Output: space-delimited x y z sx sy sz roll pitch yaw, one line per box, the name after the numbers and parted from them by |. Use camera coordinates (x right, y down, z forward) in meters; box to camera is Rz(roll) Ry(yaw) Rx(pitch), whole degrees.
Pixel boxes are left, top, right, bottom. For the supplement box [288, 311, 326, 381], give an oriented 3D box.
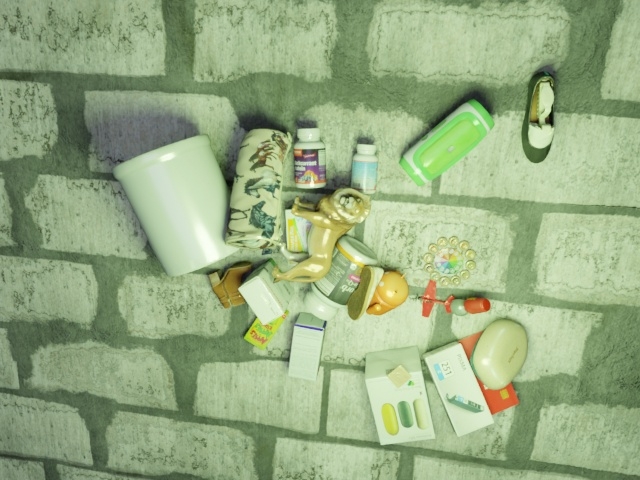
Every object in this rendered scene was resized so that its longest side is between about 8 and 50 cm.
-0.047 0.396 1.707 0.113 0.111 0.220 9 105 6 | supplement box

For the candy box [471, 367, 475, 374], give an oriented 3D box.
0.551 0.510 1.684 0.186 0.053 0.109 23 105 0 | candy box

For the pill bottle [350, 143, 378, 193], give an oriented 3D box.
0.149 -0.241 1.530 0.087 0.087 0.160 6 105 7 | pill bottle

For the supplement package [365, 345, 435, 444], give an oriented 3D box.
0.287 0.556 1.655 0.199 0.198 0.263 -12 102 10 | supplement package

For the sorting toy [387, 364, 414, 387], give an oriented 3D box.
0.273 0.464 1.526 0.062 0.012 0.083 -43 89 8 | sorting toy

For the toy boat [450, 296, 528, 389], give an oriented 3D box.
0.572 0.327 1.565 0.318 0.267 0.148 58 149 -7 | toy boat

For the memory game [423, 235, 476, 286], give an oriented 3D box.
0.454 0.074 1.606 0.186 0.012 0.186 2 105 8 | memory game

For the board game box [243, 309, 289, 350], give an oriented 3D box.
-0.207 0.323 1.746 0.092 0.043 0.181 33 106 -1 | board game box

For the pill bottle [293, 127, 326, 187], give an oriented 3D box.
-0.036 -0.278 1.535 0.108 0.108 0.194 0 104 8 | pill bottle

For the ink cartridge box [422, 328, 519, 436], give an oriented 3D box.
0.540 0.498 1.613 0.261 0.066 0.296 -23 87 -1 | ink cartridge box

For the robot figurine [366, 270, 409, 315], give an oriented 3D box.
0.221 0.181 1.581 0.158 0.219 0.128 -6 69 -30 | robot figurine

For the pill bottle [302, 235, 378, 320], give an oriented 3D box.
0.065 0.135 1.599 0.162 0.162 0.278 33 106 -1 | pill bottle

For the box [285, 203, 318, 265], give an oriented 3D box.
-0.057 -0.019 1.606 0.114 0.103 0.203 -1 104 7 | box

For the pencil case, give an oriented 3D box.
-0.190 -0.167 1.472 0.183 0.160 0.411 6 73 -2 | pencil case

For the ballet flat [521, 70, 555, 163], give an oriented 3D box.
0.680 -0.377 1.416 0.095 0.096 0.281 -4 104 8 | ballet flat

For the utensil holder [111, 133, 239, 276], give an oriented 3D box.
-0.451 -0.117 1.526 0.327 0.327 0.386 -19 103 12 | utensil holder

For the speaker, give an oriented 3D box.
0.399 -0.308 1.459 0.296 0.131 0.131 -40 96 15 | speaker

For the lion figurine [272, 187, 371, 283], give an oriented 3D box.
0.000 0.000 1.489 0.240 0.142 0.392 18 109 -4 | lion figurine

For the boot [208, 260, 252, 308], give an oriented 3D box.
-0.313 0.167 1.709 0.197 0.073 0.152 -19 100 24 | boot

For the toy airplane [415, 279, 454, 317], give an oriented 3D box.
0.414 0.221 1.639 0.151 0.028 0.151 2 109 6 | toy airplane

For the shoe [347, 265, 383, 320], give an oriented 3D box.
0.151 0.178 1.521 0.058 0.076 0.219 -4 127 -36 | shoe

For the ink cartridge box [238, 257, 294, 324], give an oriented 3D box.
-0.186 0.176 1.613 0.092 0.219 0.160 -32 98 14 | ink cartridge box
